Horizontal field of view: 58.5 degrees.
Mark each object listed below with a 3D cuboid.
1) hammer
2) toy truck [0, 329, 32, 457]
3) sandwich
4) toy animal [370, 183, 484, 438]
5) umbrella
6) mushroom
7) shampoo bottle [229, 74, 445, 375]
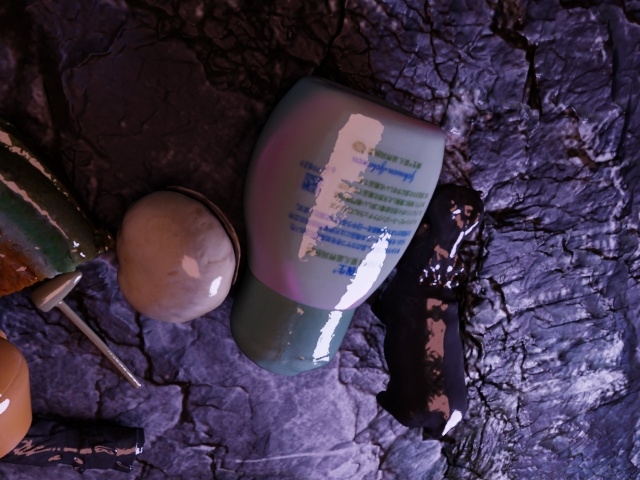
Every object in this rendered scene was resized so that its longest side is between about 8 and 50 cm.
[{"bbox_3d":[-0.269,0.116,0.708,0.060,0.028,0.195,-35,126,-10],"label":"hammer"},{"bbox_3d":[-0.421,0.151,0.531,0.265,0.189,0.239,34,114,-24],"label":"toy truck"},{"bbox_3d":[-0.358,-0.033,0.545,0.212,0.109,0.292,-30,122,-6],"label":"sandwich"},{"bbox_3d":[0.136,0.090,0.772,0.106,0.168,0.343,-2,101,-18],"label":"toy animal"},{"bbox_3d":[-0.345,0.254,0.724,0.235,0.059,0.066,18,86,-25],"label":"umbrella"},{"bbox_3d":[-0.162,0.016,0.641,0.154,0.122,0.154,9,116,19],"label":"mushroom"},{"bbox_3d":[0.000,0.000,0.678,0.222,0.151,0.350,10,110,-31],"label":"shampoo bottle"}]
